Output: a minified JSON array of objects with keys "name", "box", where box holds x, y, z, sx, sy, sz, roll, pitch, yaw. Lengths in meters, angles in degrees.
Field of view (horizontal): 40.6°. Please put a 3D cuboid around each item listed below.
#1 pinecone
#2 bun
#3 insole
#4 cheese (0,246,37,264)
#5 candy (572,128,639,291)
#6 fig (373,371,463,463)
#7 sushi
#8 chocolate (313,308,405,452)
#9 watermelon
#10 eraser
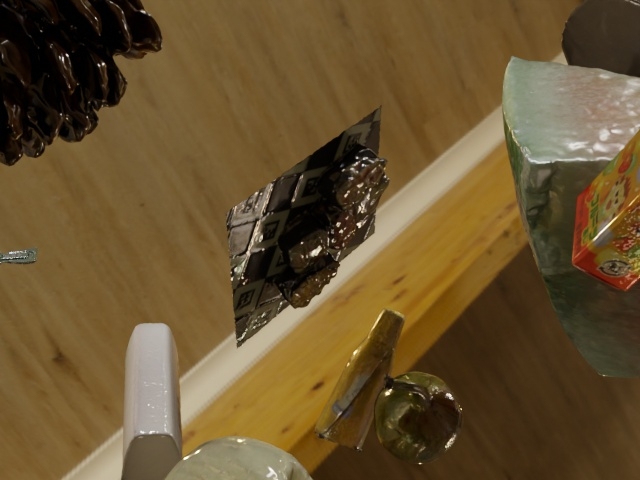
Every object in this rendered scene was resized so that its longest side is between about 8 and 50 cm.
[{"name":"pinecone","box":[-0.269,-0.172,0.742,0.224,0.224,0.272,48,-130,-23]},{"name":"bun","box":[-0.093,0.363,0.983,0.168,0.272,0.273,40,-117,-45]},{"name":"insole","box":[0.332,-0.095,0.769,0.007,0.111,0.328,-16,-114,-46]},{"name":"cheese","box":[-0.453,0.024,1.191,0.120,0.067,0.026,-3,-68,-15]},{"name":"candy","box":[0.186,-0.033,0.471,0.038,0.122,0.062,24,-132,-5]},{"name":"fig","box":[0.120,0.210,1.123,0.124,0.124,0.236,-63,-24,-23]},{"name":"sushi","box":[0.000,0.000,1.182,0.292,0.059,0.294,-38,-29,-25]},{"name":"chocolate","box":[0.066,0.205,1.311,0.085,0.085,0.219,26,-96,-32]},{"name":"watermelon","box":[0.255,-0.007,0.669,0.151,0.302,0.264,-51,-49,-27]},{"name":"eraser","box":[-0.265,0.277,1.358,0.094,0.270,0.174,1,-60,-13]}]
